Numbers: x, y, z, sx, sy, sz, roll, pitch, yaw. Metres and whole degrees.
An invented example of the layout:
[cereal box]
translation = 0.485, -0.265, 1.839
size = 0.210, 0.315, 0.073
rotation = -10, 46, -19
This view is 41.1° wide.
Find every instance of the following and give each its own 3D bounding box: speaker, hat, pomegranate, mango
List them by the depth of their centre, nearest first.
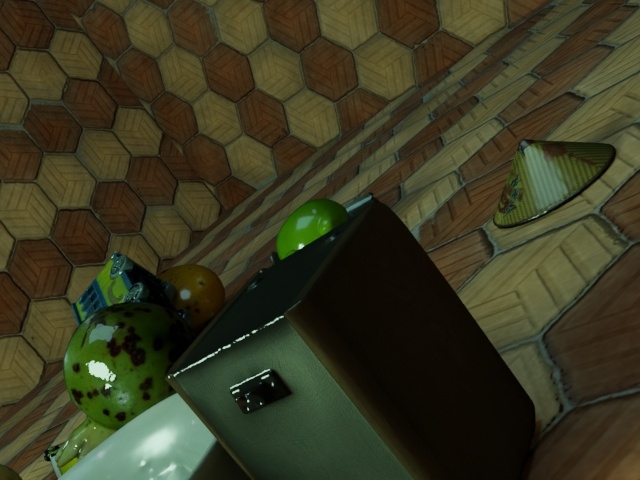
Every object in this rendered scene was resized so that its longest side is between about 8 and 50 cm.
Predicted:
[speaker]
translation = 0.034, 0.121, 0.659
size = 0.153, 0.231, 0.192
rotation = -30, 13, 35
[hat]
translation = 0.299, -0.104, 1.174
size = 0.193, 0.082, 0.193
rotation = -37, 9, 7
[pomegranate]
translation = -0.335, 0.240, 1.408
size = 0.306, 0.242, 0.242
rotation = -45, 12, -24
[mango]
translation = -0.318, 0.142, 2.010
size = 0.191, 0.160, 0.290
rotation = -34, 12, -24

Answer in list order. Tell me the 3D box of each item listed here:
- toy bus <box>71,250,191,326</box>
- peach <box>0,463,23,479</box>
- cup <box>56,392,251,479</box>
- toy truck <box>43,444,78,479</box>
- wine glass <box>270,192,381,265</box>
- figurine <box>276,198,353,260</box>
[toy bus]
translation = -0.395, 0.171, 1.793
size = 0.190, 0.152, 0.312
rotation = -50, 33, 2
[peach]
translation = -0.580, 0.465, 1.435
size = 0.184, 0.184, 0.184
rotation = -36, 10, 8
[cup]
translation = -0.163, 0.298, 0.754
size = 0.347, 0.163, 0.347
rotation = -37, 9, 7
[toy truck]
translation = -0.456, 0.405, 1.562
size = 0.076, 0.076, 0.111
rotation = -23, 4, -15
[wine glass]
translation = 0.019, -0.014, 1.780
size = 0.262, 0.074, 0.074
rotation = -34, 11, 15
[figurine]
translation = 0.000, 0.000, 1.612
size = 0.162, 0.143, 0.263
rotation = -40, -2, 8
